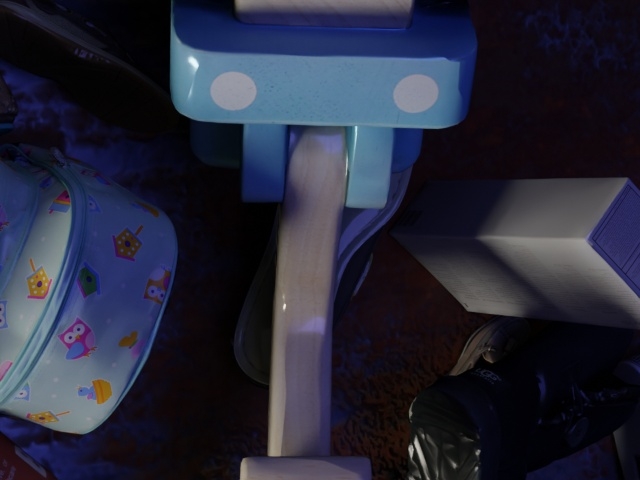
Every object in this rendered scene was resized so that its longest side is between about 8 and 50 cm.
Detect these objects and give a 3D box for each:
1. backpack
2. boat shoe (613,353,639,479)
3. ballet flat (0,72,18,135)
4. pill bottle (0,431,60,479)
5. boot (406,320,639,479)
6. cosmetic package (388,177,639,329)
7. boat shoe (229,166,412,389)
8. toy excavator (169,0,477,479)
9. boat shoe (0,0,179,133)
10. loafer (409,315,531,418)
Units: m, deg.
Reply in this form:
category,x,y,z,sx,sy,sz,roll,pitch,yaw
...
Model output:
category,x,y,z,sx,sy,sz,roll,pitch,yaw
backpack,-0.176,0.027,1.005,0.144,0.188,0.165,26,88,-38
boat shoe,0.303,0.213,1.339,0.084,0.095,0.258,-13,100,-23
ballet flat,-0.276,-0.086,1.010,0.206,0.073,0.067,-14,88,-54
pill bottle,-0.238,0.167,1.032,0.216,0.121,0.121,45,72,-23
boot,0.154,0.178,1.250,0.207,0.094,0.246,-21,125,-40
cosmetic package,0.156,0.006,1.168,0.099,0.239,0.060,46,70,-23
boat shoe,0.000,0.000,1.184,0.081,0.068,0.227,26,78,3
toy excavator,-0.003,-0.059,1.062,0.222,0.433,0.445,0,128,-4
boat shoe,-0.155,-0.125,1.100,0.152,0.056,0.049,32,45,-31
loafer,0.123,0.105,1.268,0.125,0.039,0.045,-43,112,-20
